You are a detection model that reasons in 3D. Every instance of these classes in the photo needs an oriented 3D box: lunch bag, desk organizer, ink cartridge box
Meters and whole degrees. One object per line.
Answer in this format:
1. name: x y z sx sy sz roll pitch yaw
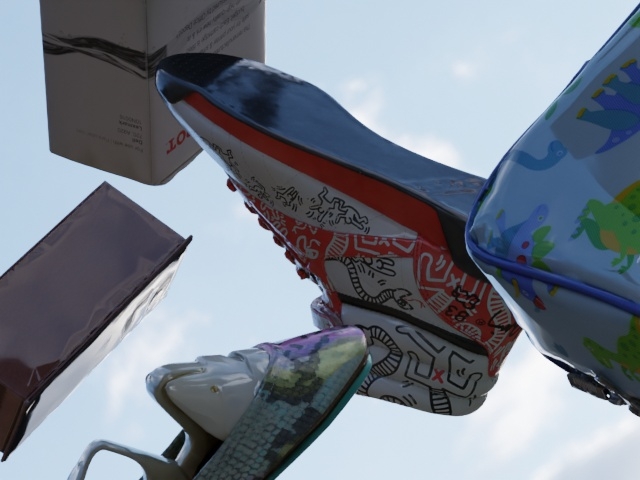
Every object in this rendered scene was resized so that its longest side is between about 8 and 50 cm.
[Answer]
1. lunch bag: 0.176 -0.028 0.743 0.219 0.176 0.090 -48 -53 -18
2. desk organizer: -0.117 0.033 0.877 0.130 0.050 0.047 -48 -10 -44
3. ink cartridge box: -0.110 -0.170 1.316 0.160 0.093 0.219 -44 -36 -48

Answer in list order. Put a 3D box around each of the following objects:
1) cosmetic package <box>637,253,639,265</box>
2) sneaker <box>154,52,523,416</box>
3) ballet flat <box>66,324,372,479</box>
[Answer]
1. cosmetic package: 0.300 -0.059 0.547 0.284 0.097 0.377 37 -89 -36
2. sneaker: 0.000 0.001 1.157 0.090 0.270 0.145 -30 -38 -54
3. ballet flat: -0.069 0.109 0.915 0.079 0.077 0.221 43 -98 -15
